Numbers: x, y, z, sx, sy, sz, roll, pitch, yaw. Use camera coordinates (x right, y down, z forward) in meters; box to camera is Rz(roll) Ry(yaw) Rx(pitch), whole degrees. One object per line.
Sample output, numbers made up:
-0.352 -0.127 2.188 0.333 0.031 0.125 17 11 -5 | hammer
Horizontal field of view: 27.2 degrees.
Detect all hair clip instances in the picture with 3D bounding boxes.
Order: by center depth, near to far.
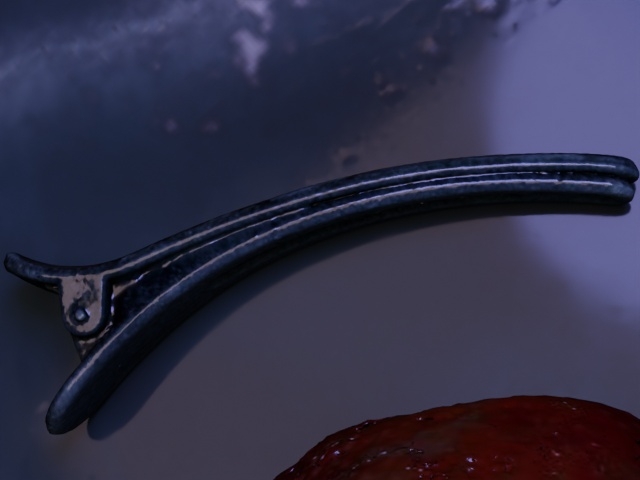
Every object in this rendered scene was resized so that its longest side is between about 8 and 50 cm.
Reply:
0.000 0.000 0.476 0.229 0.039 0.070 -20 75 5 | hair clip

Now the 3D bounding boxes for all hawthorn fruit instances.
0.060 0.114 0.395 0.172 0.148 0.148 -23 75 -14 | hawthorn fruit
